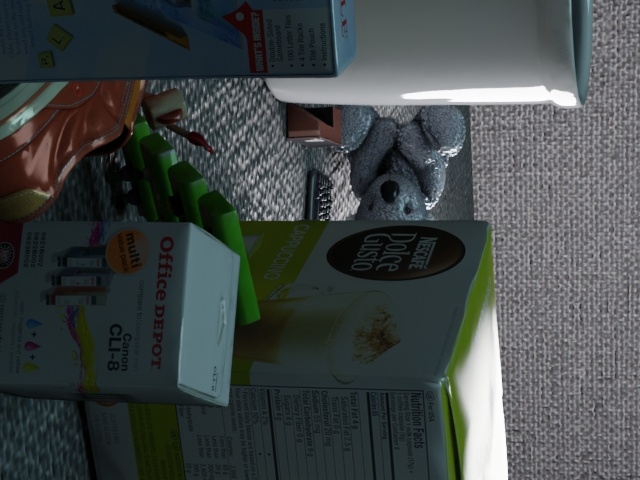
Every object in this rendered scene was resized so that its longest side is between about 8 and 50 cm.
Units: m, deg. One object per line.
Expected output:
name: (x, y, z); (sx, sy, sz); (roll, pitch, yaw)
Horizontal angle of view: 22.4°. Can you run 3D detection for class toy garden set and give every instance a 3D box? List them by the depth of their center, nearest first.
toy garden set: (-0.140, -0.061, 1.380); (0.244, 0.049, 0.204); (42, -31, 54)

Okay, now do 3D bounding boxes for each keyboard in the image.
keyboard: (0.000, 0.000, 2.229); (0.108, 0.023, 0.180); (46, 47, -71)

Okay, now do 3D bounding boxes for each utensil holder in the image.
utensil holder: (0.134, -0.327, 2.009); (0.327, 0.385, 0.328); (1, 90, -76)

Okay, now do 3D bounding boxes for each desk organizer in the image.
desk organizer: (-0.007, -0.154, 2.147); (0.130, 0.047, 0.050); (6, 83, -76)

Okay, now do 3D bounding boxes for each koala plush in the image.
koala plush: (0.108, -0.062, 2.339); (0.203, 0.196, 0.221); (86, 7, -61)

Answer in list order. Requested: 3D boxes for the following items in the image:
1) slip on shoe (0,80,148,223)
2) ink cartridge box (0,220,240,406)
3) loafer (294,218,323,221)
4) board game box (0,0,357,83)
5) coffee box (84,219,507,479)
slip on shoe: (-0.186, -0.117, 1.252); (0.101, 0.123, 0.331); (66, 29, -21)
ink cartridge box: (-0.164, 0.057, 1.248); (0.127, 0.176, 0.128); (41, 50, -72)
loafer: (-0.018, 0.154, 1.926); (0.130, 0.133, 0.366); (24, 67, -75)
board game box: (-0.145, -0.261, 1.028); (0.066, 0.318, 0.319); (-54, 143, -68)
coffee box: (-0.003, 0.194, 1.575); (0.338, 0.334, 0.338); (-62, 149, -62)
